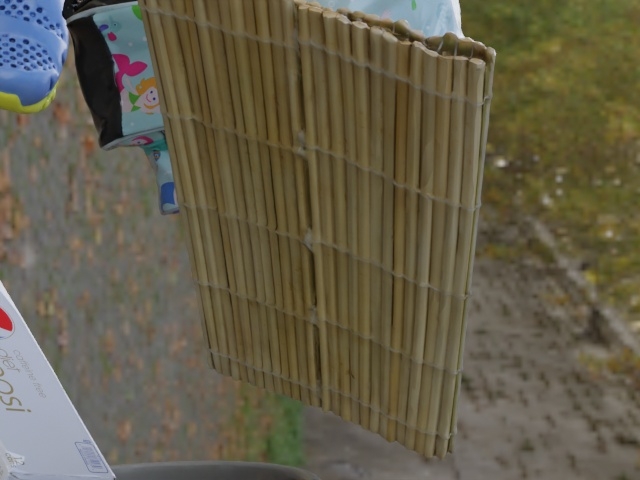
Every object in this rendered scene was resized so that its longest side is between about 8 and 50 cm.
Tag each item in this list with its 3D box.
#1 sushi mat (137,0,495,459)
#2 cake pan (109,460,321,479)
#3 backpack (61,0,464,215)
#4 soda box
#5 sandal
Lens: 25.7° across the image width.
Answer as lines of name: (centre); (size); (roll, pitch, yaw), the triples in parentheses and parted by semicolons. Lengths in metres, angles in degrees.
sushi mat: (0.000, 0.000, 0.655); (0.019, 0.151, 0.316); (-58, 160, -31)
cake pan: (-0.142, 0.162, 0.719); (0.293, 0.293, 0.054); (61, 24, -89)
backpack: (-0.022, -0.125, 0.978); (0.225, 0.254, 0.191); (-42, 113, -76)
soda box: (-0.200, 0.091, 0.807); (0.216, 0.069, 0.074); (49, -64, 43)
sandal: (-0.284, -0.247, 1.311); (0.317, 0.126, 0.138); (-97, -150, -43)
